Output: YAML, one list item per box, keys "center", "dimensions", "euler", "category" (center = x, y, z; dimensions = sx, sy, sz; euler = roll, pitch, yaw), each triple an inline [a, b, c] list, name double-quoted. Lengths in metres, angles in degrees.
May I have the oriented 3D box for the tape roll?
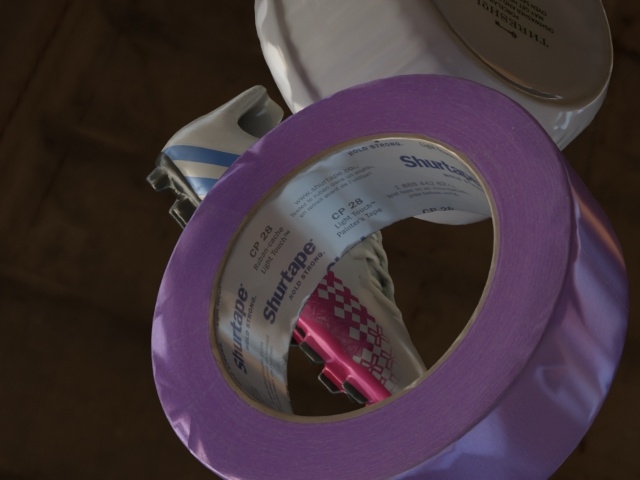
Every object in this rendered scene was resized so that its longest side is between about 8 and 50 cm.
- center: [0.037, 0.039, 0.941]
  dimensions: [0.090, 0.275, 0.275]
  euler: [46, -146, -46]
  category: "tape roll"

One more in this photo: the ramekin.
- center: [0.095, -0.157, 1.166]
  dimensions: [0.273, 0.127, 0.273]
  euler: [24, -131, -30]
  category: "ramekin"

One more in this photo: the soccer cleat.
- center: [0.000, 0.000, 1.223]
  dimensions: [0.143, 0.116, 0.331]
  euler: [-40, -120, -6]
  category: "soccer cleat"
